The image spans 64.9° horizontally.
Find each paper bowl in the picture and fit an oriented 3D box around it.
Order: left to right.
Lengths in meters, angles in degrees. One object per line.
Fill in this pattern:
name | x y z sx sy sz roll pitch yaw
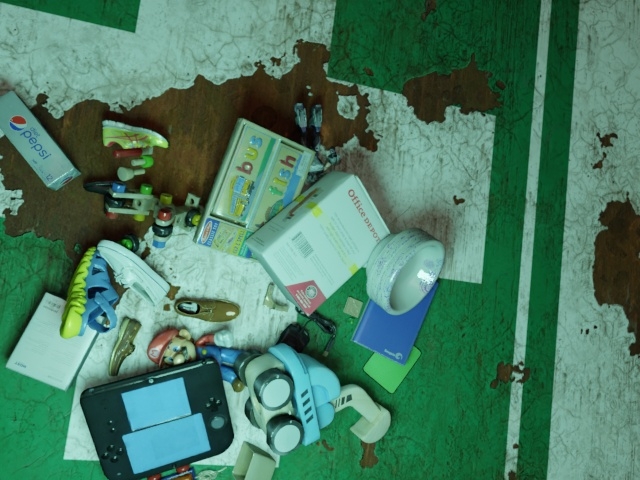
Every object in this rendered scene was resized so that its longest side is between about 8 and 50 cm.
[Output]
paper bowl | 0.262 0.088 1.640 0.284 0.148 0.285 -26 135 -29

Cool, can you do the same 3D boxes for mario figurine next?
mario figurine | -0.366 0.371 1.526 0.320 0.170 0.198 20 56 -18

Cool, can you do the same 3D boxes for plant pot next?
plant pot | -0.203 0.713 1.584 0.096 0.109 0.109 24 80 -24

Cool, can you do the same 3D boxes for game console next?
game console | -0.464 0.533 1.481 0.385 0.060 0.343 -12 116 -15

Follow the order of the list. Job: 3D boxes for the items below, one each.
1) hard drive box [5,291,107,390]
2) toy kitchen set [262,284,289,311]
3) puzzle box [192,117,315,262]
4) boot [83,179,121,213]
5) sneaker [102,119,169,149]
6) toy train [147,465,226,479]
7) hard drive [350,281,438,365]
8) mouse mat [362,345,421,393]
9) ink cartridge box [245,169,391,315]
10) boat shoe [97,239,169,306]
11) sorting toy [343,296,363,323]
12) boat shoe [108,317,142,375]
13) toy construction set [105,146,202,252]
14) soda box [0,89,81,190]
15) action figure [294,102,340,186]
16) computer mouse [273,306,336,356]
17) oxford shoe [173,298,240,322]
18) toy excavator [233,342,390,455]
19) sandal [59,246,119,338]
hard drive box | -0.766 0.292 1.475 0.181 0.089 0.232 27 79 -11
toy kitchen set | -0.138 0.192 1.655 0.083 0.068 0.075 17 82 -13
puzzle box | -0.206 -0.144 1.588 0.271 0.052 0.410 19 94 -30
boot | -0.666 -0.133 1.559 0.121 0.045 0.099 -8 92 -15
sneaker | -0.581 -0.311 1.582 0.208 0.081 0.094 11 90 -7
toy train | -0.400 0.739 1.506 0.247 0.143 0.105 -13 89 -15
hard drive | 0.263 0.247 1.763 0.210 0.040 0.319 28 78 -10
mouse mat | 0.253 0.424 1.770 0.152 0.007 0.190 41 78 -8
ink cartridge box | 0.000 0.000 1.616 0.384 0.160 0.279 -41 119 -14
boat shoe | -0.563 0.102 1.497 0.258 0.095 0.084 45 52 -28
sorting toy | 0.108 0.243 1.743 0.061 0.012 0.084 25 77 -16
boat shoe | -0.595 0.327 1.529 0.060 0.064 0.178 17 79 -11
toy construction set | -0.494 -0.132 1.535 0.237 0.257 0.309 -27 115 -57
soda box | -0.851 -0.294 1.497 0.098 0.091 0.286 -39 95 -13
action figure | -0.033 -0.314 1.708 0.185 0.099 0.286 -7 91 -20
computer mouse | -0.064 0.355 1.672 0.184 0.060 0.262 33 73 -14
oxford shoe | -0.357 0.224 1.594 0.212 0.076 0.076 6 83 -16
toy excavator | 0.004 0.494 1.564 0.444 0.222 0.434 -17 105 -25
sandal | -0.650 0.154 1.450 0.138 0.126 0.318 19 41 -30
